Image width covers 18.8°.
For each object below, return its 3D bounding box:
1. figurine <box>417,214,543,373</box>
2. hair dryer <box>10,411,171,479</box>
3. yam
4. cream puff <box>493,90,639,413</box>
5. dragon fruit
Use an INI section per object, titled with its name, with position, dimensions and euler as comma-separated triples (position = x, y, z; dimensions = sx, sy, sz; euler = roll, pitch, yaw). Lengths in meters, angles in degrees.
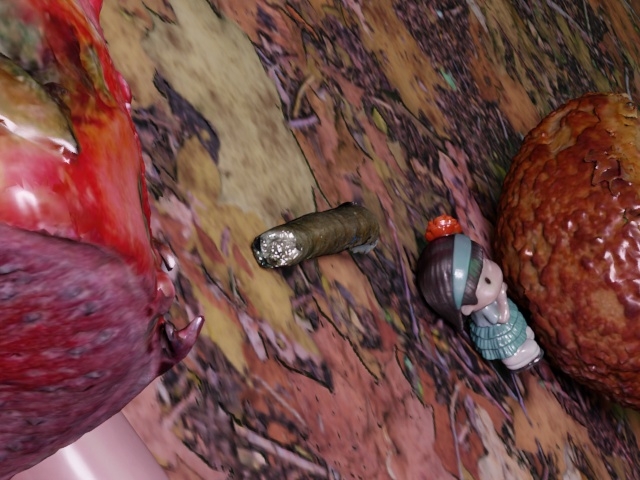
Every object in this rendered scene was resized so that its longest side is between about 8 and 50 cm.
[figurine]
position = 0.097, 0.035, 1.185
dimensions = 0.106, 0.047, 0.060
euler = 49, 32, -32
[hair dryer]
position = -0.006, 0.175, 0.690
dimensions = 0.352, 0.125, 0.210
euler = 55, 19, 6
[yam]
position = 0.000, 0.000, 1.036
dimensions = 0.033, 0.027, 0.129
euler = 60, 22, 3
[cream puff]
position = 0.213, 0.019, 1.316
dimensions = 0.240, 0.164, 0.240
euler = 40, 17, -15
[dragon fruit]
position = -0.145, -0.013, 0.502
dimensions = 0.282, 0.211, 0.147
euler = 79, -1, -67
